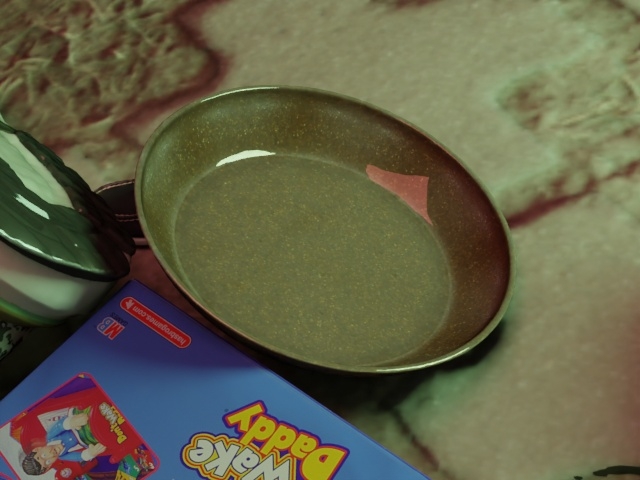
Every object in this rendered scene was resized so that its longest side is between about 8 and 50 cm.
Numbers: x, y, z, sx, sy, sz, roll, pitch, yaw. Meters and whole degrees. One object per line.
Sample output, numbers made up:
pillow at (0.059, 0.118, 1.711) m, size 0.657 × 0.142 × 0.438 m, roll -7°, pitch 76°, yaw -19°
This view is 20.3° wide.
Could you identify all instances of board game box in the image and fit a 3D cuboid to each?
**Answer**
board game box at (-0.042, 0.188, 0.767) m, size 0.347 × 0.078 × 0.233 m, roll 32°, pitch 65°, yaw 35°

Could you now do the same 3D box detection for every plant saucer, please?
plant saucer at (0.000, 0.000, 0.901) m, size 0.199 × 0.036 × 0.198 m, roll 12°, pitch 43°, yaw -11°

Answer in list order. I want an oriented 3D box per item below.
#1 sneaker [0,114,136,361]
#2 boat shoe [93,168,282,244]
sneaker at (-0.267, -0.031, 0.989) m, size 0.182 × 0.158 × 0.410 m, roll -52°, pitch 40°, yaw 5°
boat shoe at (-0.075, -0.023, 0.984) m, size 0.125 × 0.038 × 0.046 m, roll 5°, pitch 52°, yaw 20°
